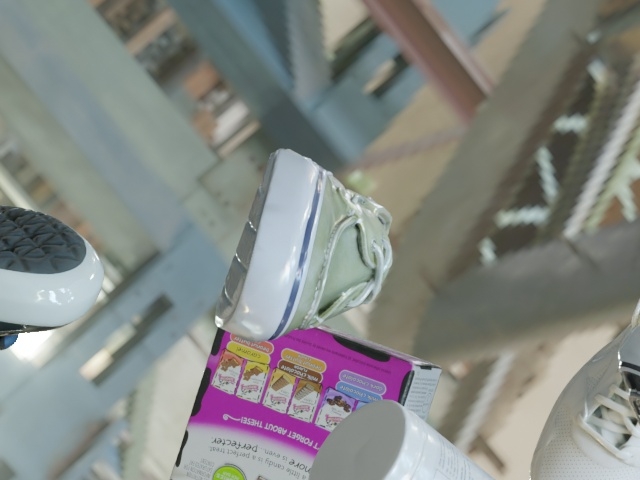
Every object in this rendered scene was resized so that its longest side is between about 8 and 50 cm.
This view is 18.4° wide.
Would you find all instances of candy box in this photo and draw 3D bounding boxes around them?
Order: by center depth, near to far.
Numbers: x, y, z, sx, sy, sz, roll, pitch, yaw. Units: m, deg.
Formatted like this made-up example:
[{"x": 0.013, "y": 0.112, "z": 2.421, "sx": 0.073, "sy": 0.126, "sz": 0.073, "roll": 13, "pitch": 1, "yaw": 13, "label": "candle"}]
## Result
[{"x": -0.024, "y": 0.177, "z": 1.453, "sx": 0.071, "sy": 0.159, "sz": 0.233, "roll": 16, "pitch": 93, "yaw": -67, "label": "candy box"}]

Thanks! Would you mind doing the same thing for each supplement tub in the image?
[{"x": 0.053, "y": 0.136, "z": 0.995, "sx": 0.071, "sy": 0.107, "sz": 0.071, "roll": -36, "pitch": -150, "yaw": 25, "label": "supplement tub"}]

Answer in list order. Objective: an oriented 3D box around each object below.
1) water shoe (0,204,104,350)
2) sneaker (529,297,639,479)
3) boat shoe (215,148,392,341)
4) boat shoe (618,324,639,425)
[{"x": -0.162, "y": 0.031, "z": 0.722, "sx": 0.203, "sy": 0.080, "sz": 0.073, "roll": 3, "pitch": -164, "yaw": 29, "label": "water shoe"}, {"x": 0.263, "y": 0.111, "z": 1.637, "sx": 0.292, "sy": 0.108, "sz": 0.169, "roll": -53, "pitch": 162, "yaw": 2, "label": "sneaker"}, {"x": 0.000, "y": 0.000, "z": 1.229, "sx": 0.302, "sy": 0.094, "sz": 0.109, "roll": -72, "pitch": -178, "yaw": -78, "label": "boat shoe"}, {"x": 0.269, "y": 0.177, "z": 1.270, "sx": 0.102, "sy": 0.301, "sz": 0.108, "roll": -49, "pitch": -147, "yaw": -12, "label": "boat shoe"}]
